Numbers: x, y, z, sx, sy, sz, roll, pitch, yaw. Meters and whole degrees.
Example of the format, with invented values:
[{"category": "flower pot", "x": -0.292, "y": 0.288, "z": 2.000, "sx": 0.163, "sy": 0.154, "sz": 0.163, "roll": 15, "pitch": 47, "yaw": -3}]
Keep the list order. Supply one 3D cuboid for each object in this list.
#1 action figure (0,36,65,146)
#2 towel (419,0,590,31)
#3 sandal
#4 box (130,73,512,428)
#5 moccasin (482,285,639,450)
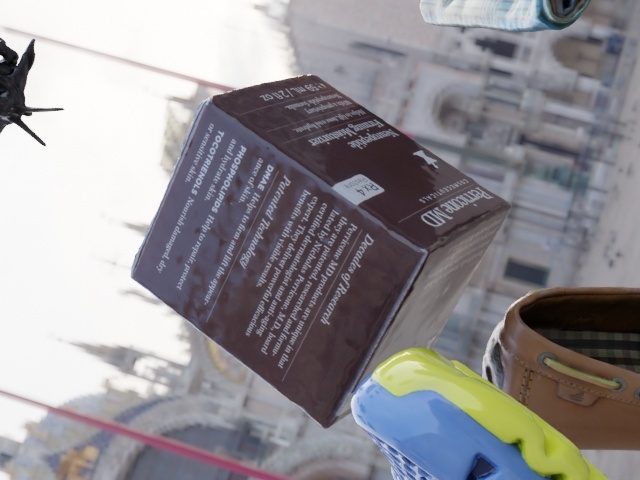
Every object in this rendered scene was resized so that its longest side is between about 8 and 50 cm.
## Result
[{"category": "action figure", "x": -0.432, "y": -0.190, "z": 1.461, "sx": 0.164, "sy": 0.276, "sz": 0.141, "roll": -62, "pitch": -7, "yaw": 20}, {"category": "towel", "x": 0.187, "y": -0.317, "z": 1.156, "sx": 0.370, "sy": 0.040, "sz": 0.271, "roll": -142, "pitch": 70, "yaw": -74}, {"category": "sandal", "x": 0.103, "y": 0.189, "z": 0.616, "sx": 0.138, "sy": 0.317, "sz": 0.126, "roll": -37, "pitch": 18, "yaw": -6}, {"category": "box", "x": 0.000, "y": 0.000, "z": 0.998, "sx": 0.168, "sy": 0.203, "sz": 0.167, "roll": -25, "pitch": -34, "yaw": -59}, {"category": "moccasin", "x": 0.317, "y": 0.081, "z": 1.005, "sx": 0.139, "sy": 0.380, "sz": 0.147, "roll": -90, "pitch": 7, "yaw": -45}]
